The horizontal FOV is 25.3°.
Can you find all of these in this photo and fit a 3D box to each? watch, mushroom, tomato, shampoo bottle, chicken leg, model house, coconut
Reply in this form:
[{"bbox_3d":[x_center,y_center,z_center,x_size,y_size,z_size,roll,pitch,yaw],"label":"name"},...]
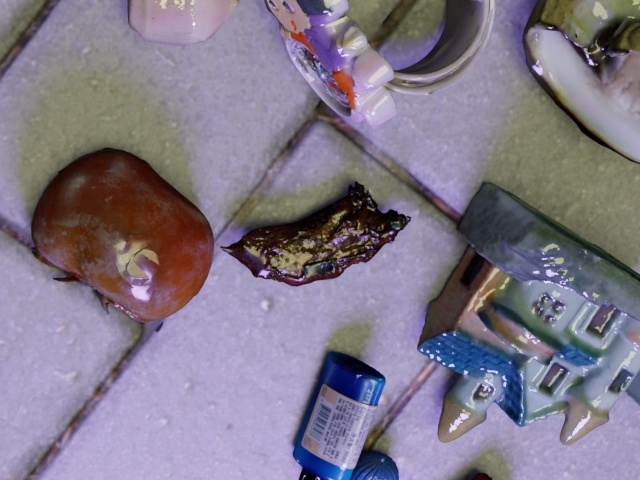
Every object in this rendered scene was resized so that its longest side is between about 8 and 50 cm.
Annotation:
[{"bbox_3d":[0.074,-0.273,1.614,0.231,0.196,0.244,-37,110,-9],"label":"watch"},{"bbox_3d":[0.386,-0.218,1.714,0.164,0.267,0.189,-55,160,-25],"label":"mushroom"},{"bbox_3d":[-0.220,0.008,1.639,0.214,0.155,0.180,34,92,-21],"label":"tomato"},{"bbox_3d":[0.018,0.240,1.817,0.050,0.087,0.183,-1,114,-60],"label":"shampoo bottle"},{"bbox_3d":[0.000,0.000,1.742,0.234,0.063,0.105,-24,107,-6],"label":"chicken leg"},{"bbox_3d":[0.254,0.142,1.796,0.267,0.194,0.325,29,101,-22],"label":"model house"},{"bbox_3d":[-0.153,-0.272,1.591,0.124,0.110,0.110,2,107,-9],"label":"coconut"}]

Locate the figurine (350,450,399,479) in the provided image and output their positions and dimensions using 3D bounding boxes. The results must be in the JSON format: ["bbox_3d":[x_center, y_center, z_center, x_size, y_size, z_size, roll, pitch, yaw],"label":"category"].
[{"bbox_3d":[0.072,0.342,1.867,0.077,0.079,0.136,-37,116,-47],"label":"figurine"}]

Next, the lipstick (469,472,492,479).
[{"bbox_3d":[0.147,0.409,1.906,0.241,0.080,0.080,-38,113,-2],"label":"lipstick"}]

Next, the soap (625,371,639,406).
[{"bbox_3d":[0.519,0.124,1.875,0.087,0.160,0.265,32,97,-21],"label":"soap"}]
